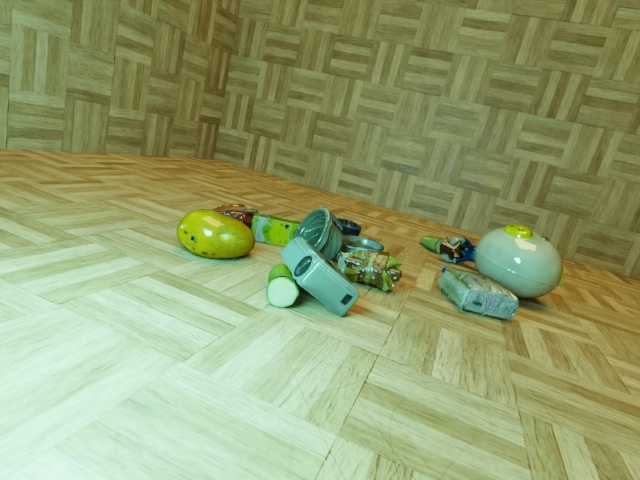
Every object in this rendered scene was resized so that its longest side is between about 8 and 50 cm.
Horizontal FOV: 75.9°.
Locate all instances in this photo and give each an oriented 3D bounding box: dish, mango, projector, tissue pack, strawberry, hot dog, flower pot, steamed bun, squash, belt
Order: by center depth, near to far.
[{"bbox_3d":[-0.114,0.125,1.227,0.095,0.095,0.188,12,11,-7],"label":"squash"},{"bbox_3d":[-0.006,0.097,1.254,0.192,0.099,0.256,39,3,-25],"label":"projector"},{"bbox_3d":[-0.346,-0.014,1.428,0.291,0.159,0.191,13,4,-43],"label":"mango"},{"bbox_3d":[0.190,0.102,1.495,0.213,0.146,0.103,11,-13,8],"label":"hot dog"},{"bbox_3d":[0.596,0.190,1.571,0.215,0.122,0.256,14,15,-6],"label":"tissue pack"},{"bbox_3d":[0.000,0.000,1.615,0.141,0.235,0.235,32,6,-25],"label":"flower pot"},{"bbox_3d":[0.162,0.042,1.800,0.237,0.086,0.228,2,17,-37],"label":"dish"},{"bbox_3d":[-0.372,-0.094,1.804,0.175,0.097,0.228,20,19,26],"label":"strawberry"},{"bbox_3d":[0.872,0.094,1.823,0.334,0.333,0.374,8,21,-20],"label":"steamed bun"},{"bbox_3d":[0.146,-0.066,2.205,0.142,0.082,0.190,19,16,-2],"label":"belt"},{"bbox_3d":[0.644,0.014,2.401,0.095,0.094,0.224,8,7,-20],"label":"squash"}]

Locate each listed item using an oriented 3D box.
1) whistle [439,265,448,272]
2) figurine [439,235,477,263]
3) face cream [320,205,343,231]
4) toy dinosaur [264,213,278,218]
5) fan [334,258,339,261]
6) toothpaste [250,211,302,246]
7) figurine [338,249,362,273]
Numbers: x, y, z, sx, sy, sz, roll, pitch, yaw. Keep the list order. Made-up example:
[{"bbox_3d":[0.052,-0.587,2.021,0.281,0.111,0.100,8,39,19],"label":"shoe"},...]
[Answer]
[{"bbox_3d":[0.597,0.143,1.944,0.083,0.029,0.033,37,-11,46],"label":"whistle"},{"bbox_3d":[0.767,0.075,2.191,0.284,0.204,0.338,8,2,5],"label":"figurine"},{"bbox_3d":[0.061,-0.064,1.880,0.135,0.086,0.385,49,-2,10],"label":"face cream"},{"bbox_3d":[-0.169,-0.076,1.930,0.139,0.070,0.286,-13,27,-38],"label":"toy dinosaur"},{"bbox_3d":[0.103,0.093,1.696,0.193,0.016,0.038,16,12,5],"label":"fan"},{"bbox_3d":[-0.138,-0.032,1.754,0.328,0.110,0.077,11,12,-11],"label":"toothpaste"},{"bbox_3d":[0.149,0.085,1.600,0.146,0.098,0.081,6,4,-22],"label":"figurine"}]
